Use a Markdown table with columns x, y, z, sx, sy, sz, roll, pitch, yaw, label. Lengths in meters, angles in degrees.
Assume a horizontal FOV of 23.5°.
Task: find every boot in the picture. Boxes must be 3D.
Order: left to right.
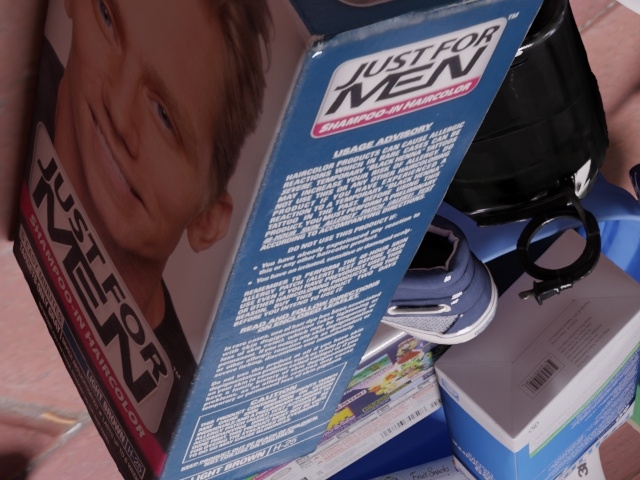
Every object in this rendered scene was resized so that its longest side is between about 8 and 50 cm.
| x | y | z | sx | sy | sz | roll | pitch | yaw | label |
| --- | --- | --- | --- | --- | --- | --- | --- | --- | --- |
| 0.000 | 0.000 | 0.826 | 0.086 | 0.190 | 0.069 | 57 | 47 | -60 | boot |

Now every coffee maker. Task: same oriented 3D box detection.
| x | y | z | sx | sy | sz | roll | pitch | yaw | label |
| --- | --- | --- | --- | --- | --- | --- | --- | --- | --- |
| 0.084 | -0.083 | 0.740 | 0.120 | 0.171 | 0.178 | -38 | 156 | 4 | coffee maker |

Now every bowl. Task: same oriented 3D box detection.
| x | y | z | sx | sy | sz | roll | pitch | yaw | label |
| --- | --- | --- | --- | --- | --- | --- | --- | --- | --- |
| 0.076 | 0.080 | 1.161 | 0.391 | 0.077 | 0.391 | -27 | 155 | -14 | bowl |

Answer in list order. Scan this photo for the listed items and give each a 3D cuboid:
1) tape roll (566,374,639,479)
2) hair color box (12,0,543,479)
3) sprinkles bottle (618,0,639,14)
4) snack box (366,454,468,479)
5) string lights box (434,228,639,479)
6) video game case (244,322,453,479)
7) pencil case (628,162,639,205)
| x | y | z | sx | sy | sz | roll | pitch | yaw | label |
| --- | --- | --- | --- | --- | --- | --- | --- | --- | --- |
| 0.308 | 0.245 | 1.458 | 0.077 | 0.321 | 0.321 | -21 | 154 | -26 | tape roll |
| -0.042 | -0.042 | 0.661 | 0.105 | 0.174 | 0.347 | -18 | 152 | -28 | hair color box |
| 0.239 | -0.255 | 0.668 | 0.121 | 0.121 | 0.355 | -8 | 146 | -43 | sprinkles bottle |
| 0.069 | 0.227 | 1.289 | 0.141 | 0.037 | 0.100 | -8 | 145 | -44 | snack box |
| 0.159 | 0.108 | 1.095 | 0.133 | 0.077 | 0.260 | -43 | 158 | -11 | string lights box |
| 0.001 | 0.118 | 1.019 | 0.201 | 0.023 | 0.183 | -31 | 156 | -1 | video game case |
| 0.314 | -0.140 | 0.916 | 0.160 | 0.183 | 0.410 | -29 | 154 | -23 | pencil case |
